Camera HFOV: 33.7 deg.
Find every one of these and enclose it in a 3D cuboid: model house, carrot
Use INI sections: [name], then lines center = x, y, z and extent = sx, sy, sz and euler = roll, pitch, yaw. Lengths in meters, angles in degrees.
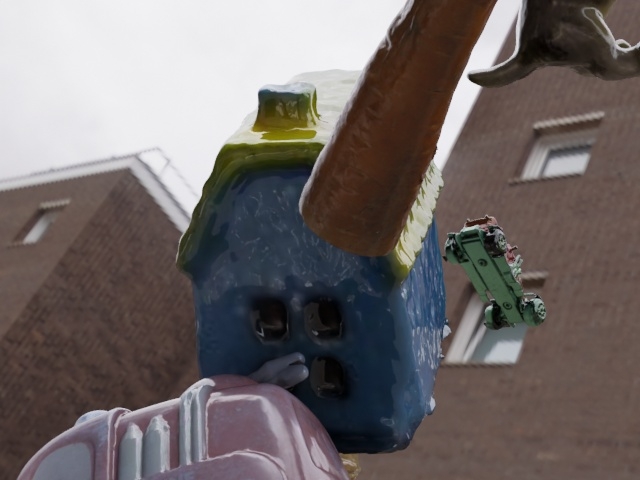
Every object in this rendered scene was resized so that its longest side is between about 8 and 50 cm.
[model house]
center = 0.000, 0.000, 0.904
extent = 0.215, 0.237, 0.303
euler = 4, -66, 12
[carrot]
center = 0.051, -0.085, 0.530
extent = 0.061, 0.061, 0.210
euler = 27, -54, 3

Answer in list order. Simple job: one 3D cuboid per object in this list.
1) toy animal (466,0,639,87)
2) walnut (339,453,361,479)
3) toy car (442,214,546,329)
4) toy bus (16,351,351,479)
[toy animal]
center = 0.211, -0.235, 0.851
extent = 0.168, 0.121, 0.233
euler = 5, -74, 4
[walnut]
center = -0.030, 0.312, 1.503
extent = 0.184, 0.155, 0.155
euler = 10, -31, -16
[toy car]
center = 0.203, 0.041, 1.214
extent = 0.073, 0.054, 0.143
euler = -14, -61, 41
[toy bus]
center = -0.106, 0.218, 0.779
extent = 0.294, 0.232, 0.197
euler = -21, -36, 13
